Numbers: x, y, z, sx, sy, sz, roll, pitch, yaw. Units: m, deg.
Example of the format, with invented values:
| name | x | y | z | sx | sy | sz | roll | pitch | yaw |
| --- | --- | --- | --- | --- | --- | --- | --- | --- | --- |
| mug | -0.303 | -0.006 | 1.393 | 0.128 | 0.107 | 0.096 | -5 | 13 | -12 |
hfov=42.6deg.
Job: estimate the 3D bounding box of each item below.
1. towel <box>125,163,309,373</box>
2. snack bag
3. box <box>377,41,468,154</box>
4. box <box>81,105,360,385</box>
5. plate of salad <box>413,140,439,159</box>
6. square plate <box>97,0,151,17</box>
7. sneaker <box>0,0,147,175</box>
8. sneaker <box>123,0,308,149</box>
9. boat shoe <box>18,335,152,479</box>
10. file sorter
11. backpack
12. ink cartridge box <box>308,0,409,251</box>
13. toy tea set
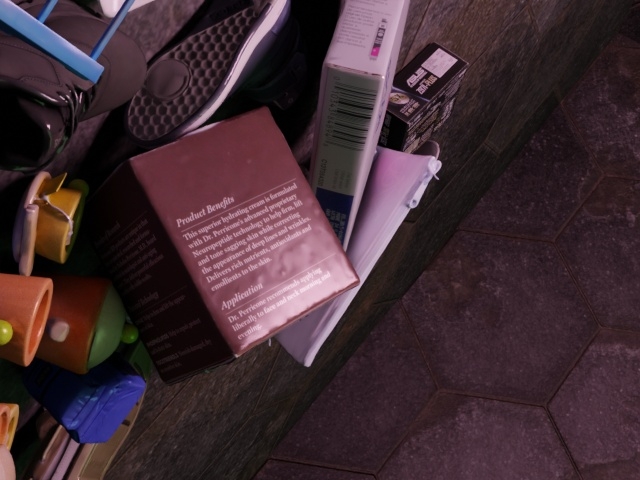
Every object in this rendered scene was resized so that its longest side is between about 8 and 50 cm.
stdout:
| name | x | y | z | sx | sy | sz | roll | pitch | yaw |
| --- | --- | --- | --- | --- | --- | --- | --- | --- | --- |
| towel | -0.116 | 0.021 | 1.044 | 0.283 | 0.121 | 0.235 | -57 | 166 | -14 |
| snack bag | 0.000 | 0.000 | 1.150 | 0.323 | 0.037 | 0.342 | -57 | -157 | -1 |
| box | 0.164 | -0.232 | 1.435 | 0.180 | 0.077 | 0.147 | -46 | 163 | -24 |
| box | -0.104 | 0.008 | 0.818 | 0.168 | 0.203 | 0.167 | -27 | 179 | -36 |
| plate of salad | 0.131 | -0.122 | 1.511 | 0.200 | 0.048 | 0.200 | -37 | -158 | 17 |
| square plate | -0.036 | -0.357 | 0.569 | 0.347 | 0.049 | 0.344 | -33 | 158 | -21 |
| sneaker | -0.208 | -0.099 | 0.572 | 0.286 | 0.130 | 0.109 | -28 | 148 | -59 |
| sneaker | -0.095 | -0.156 | 0.848 | 0.226 | 0.086 | 0.163 | -52 | 161 | -11 |
| boat shoe | -0.309 | 0.242 | 1.040 | 0.113 | 0.103 | 0.302 | 79 | 28 | -62 |
| file sorter | -0.181 | -0.181 | 0.424 | 0.104 | 0.118 | 0.170 | -59 | 146 | -1 |
| backpack | -0.275 | 0.154 | 0.926 | 0.098 | 0.120 | 0.101 | -51 | 154 | -1 |
| ink cartridge box | 0.056 | -0.201 | 0.976 | 0.324 | 0.071 | 0.330 | 98 | 8 | -58 |
| toy tea set | -0.230 | 0.104 | 0.693 | 0.336 | 0.124 | 0.200 | -84 | -168 | -47 |
